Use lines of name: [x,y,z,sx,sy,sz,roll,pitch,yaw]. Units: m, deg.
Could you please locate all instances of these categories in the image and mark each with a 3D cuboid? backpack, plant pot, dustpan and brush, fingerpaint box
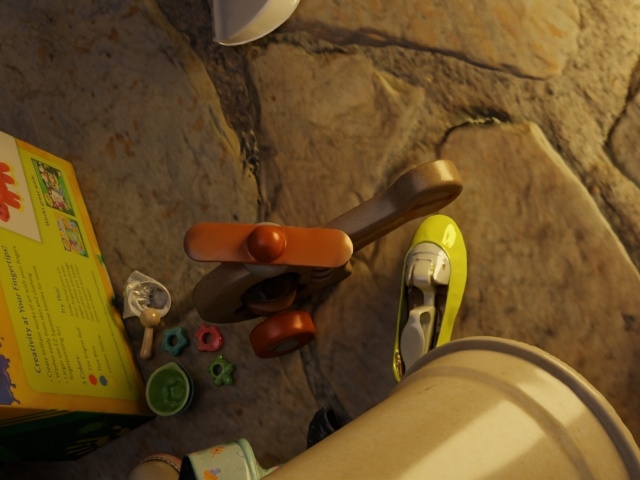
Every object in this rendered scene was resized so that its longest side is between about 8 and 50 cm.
backpack: [-0.093,0.327,0.994,0.144,0.166,0.188,-19,71,-16]
plant pot: [0.085,0.282,0.782,0.334,0.305,0.333,11,105,45]
dustpan and brush: [-0.057,-0.368,1.229,0.211,0.060,0.147,-13,73,28]
fingerpaint box: [-0.448,0.058,1.117,0.163,0.371,0.444,-31,67,15]

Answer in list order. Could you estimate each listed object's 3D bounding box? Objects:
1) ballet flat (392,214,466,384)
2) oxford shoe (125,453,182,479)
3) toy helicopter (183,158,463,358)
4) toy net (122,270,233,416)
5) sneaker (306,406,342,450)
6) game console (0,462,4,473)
ballet flat: [0.126,0.074,1.013,0.077,0.077,0.231,4,79,26]
oxford shoe: [-0.195,0.456,1.023,0.140,0.146,0.397,-19,70,20]
toy helicopter: [0.000,0.000,1.001,0.355,0.235,0.140,-30,66,15]
toy net: [-0.214,0.124,1.174,0.122,0.045,0.232,-38,65,12]
sneaker: [0.029,0.291,1.017,0.089,0.051,0.170,-48,60,12]
game console: [-0.561,0.329,1.134,0.250,0.293,0.173,15,105,-13]
